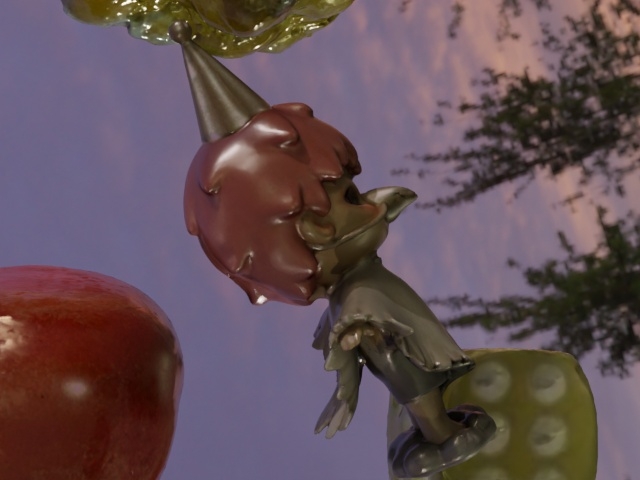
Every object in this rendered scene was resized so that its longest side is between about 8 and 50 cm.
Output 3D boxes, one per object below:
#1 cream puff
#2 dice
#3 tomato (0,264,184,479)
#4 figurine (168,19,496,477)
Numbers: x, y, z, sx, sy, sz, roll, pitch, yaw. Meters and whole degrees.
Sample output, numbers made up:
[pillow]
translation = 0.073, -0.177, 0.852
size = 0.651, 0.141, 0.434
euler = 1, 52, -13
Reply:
[cream puff]
translation = -0.112, -0.357, 1.006
size = 0.378, 0.276, 0.378
euler = 12, -137, -12
[dice]
translation = 0.165, 0.194, 1.024
size = 0.169, 0.166, 0.169
euler = 145, 126, -74
[tomato]
translation = -0.294, 0.169, 1.046
size = 0.289, 0.325, 0.293
euler = 14, -93, -17
[figurine]
translation = 0.000, 0.000, 0.803
size = 0.387, 0.166, 0.207
euler = 60, -179, 1
